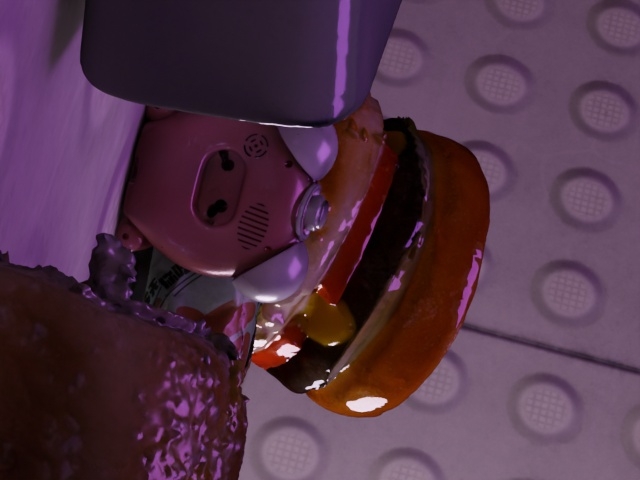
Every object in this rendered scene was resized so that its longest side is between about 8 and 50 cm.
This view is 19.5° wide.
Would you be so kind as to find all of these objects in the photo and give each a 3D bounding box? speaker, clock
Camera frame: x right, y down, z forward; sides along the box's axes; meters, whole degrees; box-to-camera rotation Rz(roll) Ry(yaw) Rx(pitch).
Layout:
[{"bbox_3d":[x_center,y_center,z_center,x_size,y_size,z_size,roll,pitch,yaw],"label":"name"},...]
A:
[{"bbox_3d":[-0.023,-0.251,1.172,0.406,0.183,0.184,-72,171,-55],"label":"speaker"},{"bbox_3d":[-0.073,-0.040,1.509,0.093,0.162,0.166,-40,144,-82],"label":"clock"}]

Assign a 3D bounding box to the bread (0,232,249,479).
[{"bbox_3d":[-0.125,0.120,0.952,0.195,0.176,0.246,105,-1,-84],"label":"bread"}]

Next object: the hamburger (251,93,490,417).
[{"bbox_3d":[0.000,0.000,1.893,0.330,0.250,0.330,-47,-149,39],"label":"hamburger"}]

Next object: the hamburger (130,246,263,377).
[{"bbox_3d":[-0.105,0.039,1.671,0.235,0.125,0.214,96,12,-67],"label":"hamburger"}]
